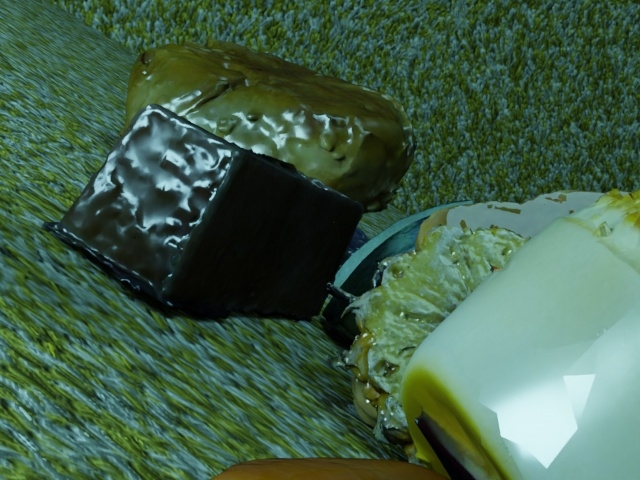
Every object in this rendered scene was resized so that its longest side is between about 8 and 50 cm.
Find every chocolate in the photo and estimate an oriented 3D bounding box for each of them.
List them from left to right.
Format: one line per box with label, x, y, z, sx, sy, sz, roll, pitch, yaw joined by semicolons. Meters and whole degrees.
chocolate;-0.063;-0.015;0.976;0.112;0.112;0.321;32;6;19

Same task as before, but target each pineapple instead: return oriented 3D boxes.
pineapple;0.108;0.069;0.876;0.221;0.221;0.047;34;-33;13

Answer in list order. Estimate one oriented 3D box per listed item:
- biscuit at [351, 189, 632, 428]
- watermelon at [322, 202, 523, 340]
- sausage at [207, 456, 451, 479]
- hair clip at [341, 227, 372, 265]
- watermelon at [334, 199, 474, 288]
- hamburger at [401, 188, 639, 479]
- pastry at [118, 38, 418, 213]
biscuit;0.199;0.085;0.943;0.376;0.051;0.269;-5;56;-17
watermelon;0.158;0.086;1.084;0.318;0.226;0.148;-1;6;3
sausage;0.011;0.118;0.463;0.089;0.089;0.179;37;13;34
hair clip;-0.001;0.002;1.464;0.195;0.052;0.124;25;13;-5
watermelon;0.110;0.087;1.344;0.207;0.136;0.202;59;31;-34
hamburger;0.166;0.108;0.569;0.276;0.179;0.294;57;-6;-18
pastry;-0.057;-0.098;1.373;0.311;0.162;0.255;24;24;24
